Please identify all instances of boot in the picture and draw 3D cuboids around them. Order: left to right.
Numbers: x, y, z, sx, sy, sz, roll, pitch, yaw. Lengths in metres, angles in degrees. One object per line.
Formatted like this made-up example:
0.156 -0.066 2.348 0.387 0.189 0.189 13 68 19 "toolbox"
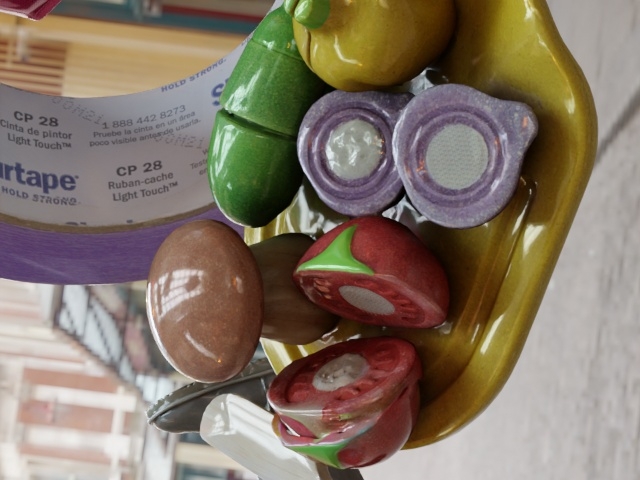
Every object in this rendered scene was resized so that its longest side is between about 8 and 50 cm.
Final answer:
-0.052 0.220 1.321 0.076 0.190 0.208 19 -129 -76 "boot"

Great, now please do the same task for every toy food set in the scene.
0.000 0.000 0.433 0.128 0.071 0.218 34 115 40 "toy food set"

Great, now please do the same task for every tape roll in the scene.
-0.096 -0.094 0.621 0.275 0.275 0.090 97 165 -53 "tape roll"

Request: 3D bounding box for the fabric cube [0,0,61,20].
-0.217 -0.307 0.771 0.254 0.259 0.258 -40 -16 24 "fabric cube"
